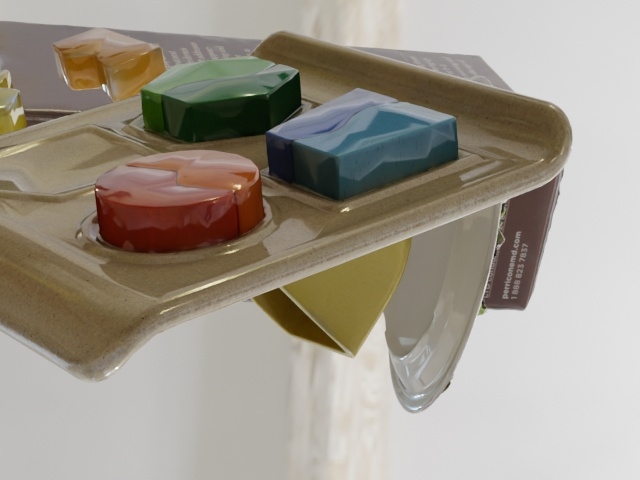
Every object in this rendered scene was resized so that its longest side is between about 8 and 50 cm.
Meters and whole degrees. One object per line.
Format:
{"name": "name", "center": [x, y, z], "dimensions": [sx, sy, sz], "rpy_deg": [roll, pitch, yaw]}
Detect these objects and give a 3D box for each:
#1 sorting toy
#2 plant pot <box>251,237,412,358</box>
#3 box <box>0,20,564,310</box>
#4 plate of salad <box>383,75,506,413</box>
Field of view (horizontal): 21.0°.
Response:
{"name": "sorting toy", "center": [-0.078, -0.045, 0.727], "dimensions": [0.307, 0.229, 0.041], "rpy_deg": [23, -51, 48]}
{"name": "plant pot", "center": [0.000, 0.000, 0.899], "dimensions": [0.083, 0.081, 0.081], "rpy_deg": [-50, -156, -13]}
{"name": "box", "center": [-0.044, -0.052, 1.207], "dimensions": [0.191, 0.381, 0.143], "rpy_deg": [-119, -144, -61]}
{"name": "plate of salad", "center": [0.080, 0.004, 1.004], "dimensions": [0.200, 0.048, 0.200], "rpy_deg": [-169, -90, -78]}
